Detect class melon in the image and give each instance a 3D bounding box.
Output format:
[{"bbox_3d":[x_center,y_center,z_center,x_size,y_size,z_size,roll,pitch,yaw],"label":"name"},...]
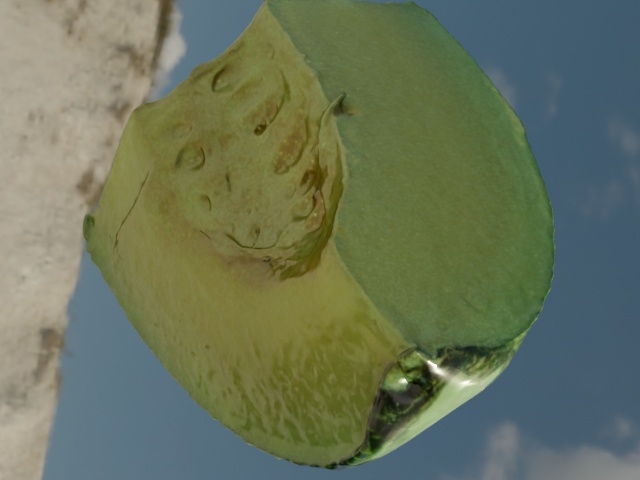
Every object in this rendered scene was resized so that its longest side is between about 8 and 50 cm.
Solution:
[{"bbox_3d":[0.000,0.000,0.814,0.343,0.331,0.226,62,-1,32],"label":"melon"}]
